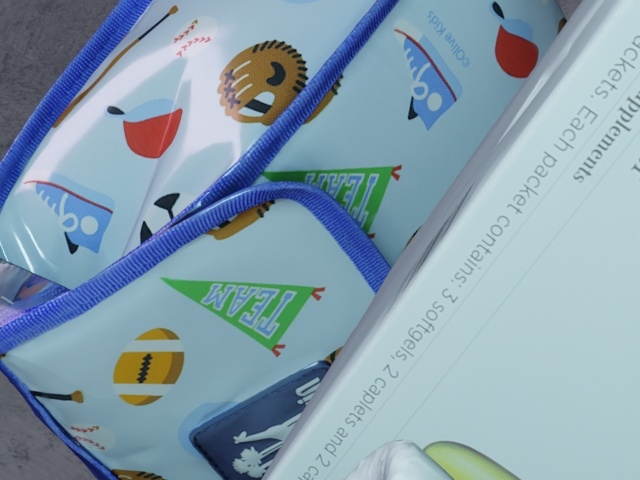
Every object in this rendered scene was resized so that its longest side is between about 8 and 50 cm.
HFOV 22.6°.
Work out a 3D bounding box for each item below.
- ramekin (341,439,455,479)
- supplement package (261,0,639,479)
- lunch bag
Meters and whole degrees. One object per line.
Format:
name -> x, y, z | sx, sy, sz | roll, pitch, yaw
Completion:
ramekin -> -0.004, 0.197, 0.358 | 0.277, 0.135, 0.277 | -56, -1, -1
supplement package -> 0.117, 0.007, 0.539 | 0.262, 0.145, 0.204 | -57, -1, 36
lunch bag -> 0.000, 0.000, 0.957 | 0.239, 0.328, 0.385 | 21, 65, 44
